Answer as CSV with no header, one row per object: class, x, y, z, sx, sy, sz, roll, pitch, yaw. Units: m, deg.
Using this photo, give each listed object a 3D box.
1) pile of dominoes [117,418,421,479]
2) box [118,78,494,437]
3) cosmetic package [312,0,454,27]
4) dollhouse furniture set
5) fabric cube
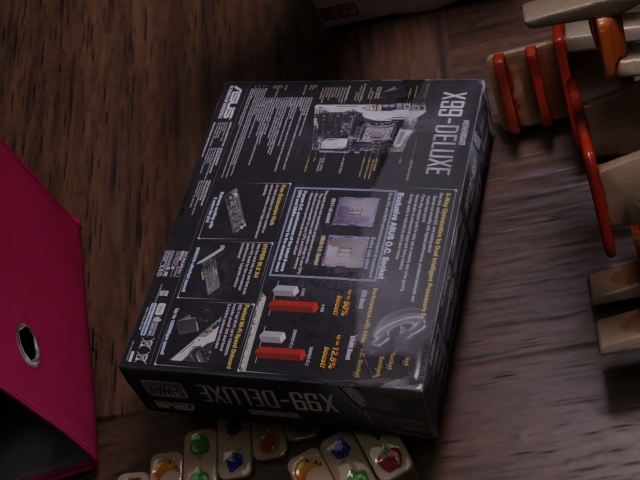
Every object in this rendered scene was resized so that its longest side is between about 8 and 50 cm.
pile of dominoes,-0.050,0.209,0.876,0.251,0.040,0.196,-30,56,0
box,0.000,0.000,0.933,0.242,0.076,0.307,2,54,19
cosmetic package,0.077,-0.418,1.122,0.217,0.156,0.385,-11,59,14
dollhouse furniture set,0.198,-0.080,0.851,0.135,0.262,0.259,-12,24,14
fabric cube,-0.353,0.063,0.936,0.259,0.254,0.258,-18,55,9
